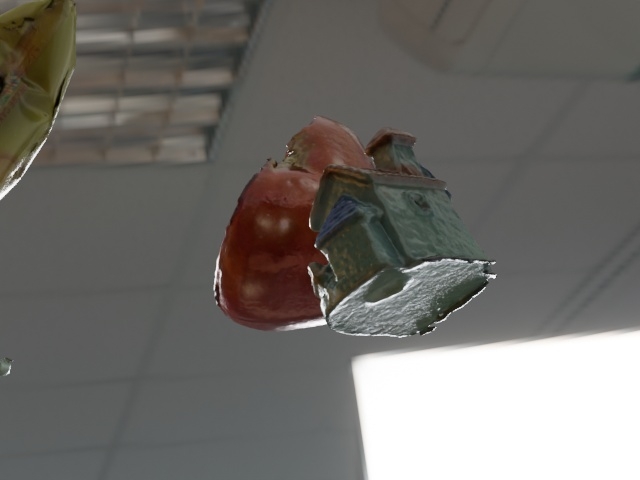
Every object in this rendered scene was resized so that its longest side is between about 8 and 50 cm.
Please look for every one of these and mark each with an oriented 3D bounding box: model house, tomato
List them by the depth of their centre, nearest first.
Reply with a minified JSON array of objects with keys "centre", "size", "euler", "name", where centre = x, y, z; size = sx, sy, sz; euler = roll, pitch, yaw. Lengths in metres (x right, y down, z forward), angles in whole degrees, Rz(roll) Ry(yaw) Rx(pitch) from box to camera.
[{"centre":[0.046,-0.014,1.245],"size":[0.148,0.149,0.119],"euler":[7,-36,-45],"name":"model house"},{"centre":[0.000,0.000,1.587],"size":[0.139,0.233,0.200],"euler":[25,-40,16],"name":"tomato"}]

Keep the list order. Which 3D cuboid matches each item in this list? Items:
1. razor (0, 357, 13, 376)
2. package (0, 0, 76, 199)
[{"centre":[-0.341,0.096,1.347],"size":[0.191,0.037,0.068],"euler":[12,-5,28],"name":"razor"},{"centre":[-0.245,-0.068,1.094],"size":[0.090,0.226,0.168],"euler":[37,-32,-12],"name":"package"}]
